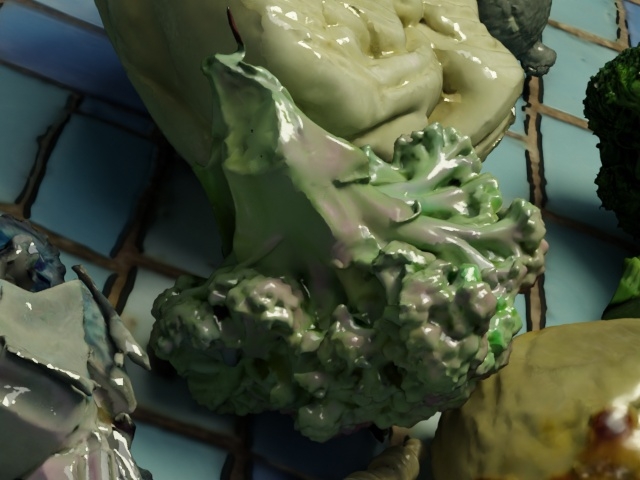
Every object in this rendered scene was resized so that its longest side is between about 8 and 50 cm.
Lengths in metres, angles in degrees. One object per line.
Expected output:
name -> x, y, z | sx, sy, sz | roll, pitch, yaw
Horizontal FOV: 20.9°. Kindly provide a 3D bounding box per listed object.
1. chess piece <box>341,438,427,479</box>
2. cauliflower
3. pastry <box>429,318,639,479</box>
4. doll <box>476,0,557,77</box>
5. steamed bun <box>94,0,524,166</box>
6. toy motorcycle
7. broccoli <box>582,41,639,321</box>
chess piece -> 0.045, 0.154, 1.144 | 0.035, 0.035, 0.092 | 35, 30, 15
cauliflower -> 0.000, 0.000, 1.110 | 0.315, 0.256, 0.239 | 60, 23, -32
pastry -> 0.216, 0.146, 1.141 | 0.256, 0.170, 0.237 | 9, 36, -19
doll -> 0.104, -0.270, 1.709 | 0.246, 0.158, 0.340 | 38, 2, -42
steamed bun -> -0.031, -0.151, 1.343 | 0.346, 0.237, 0.394 | 41, 32, -8
toy motorcycle -> -0.195, 0.092, 0.993 | 0.204, 0.108, 0.239 | -1, 42, -52
broccoli -> 0.335, -0.039, 1.401 | 0.297, 0.297, 0.297 | 26, 58, 2
